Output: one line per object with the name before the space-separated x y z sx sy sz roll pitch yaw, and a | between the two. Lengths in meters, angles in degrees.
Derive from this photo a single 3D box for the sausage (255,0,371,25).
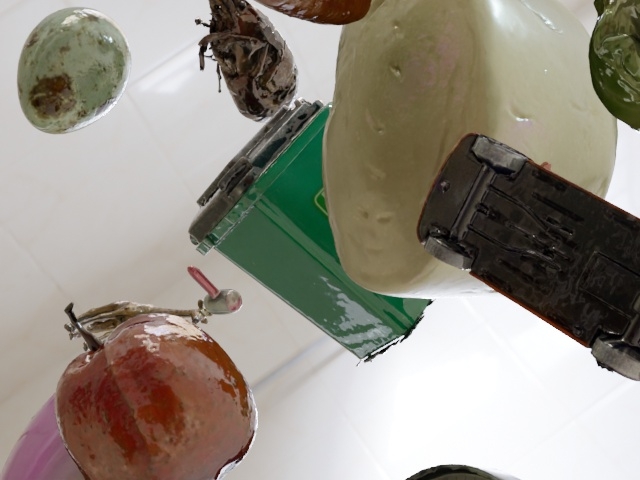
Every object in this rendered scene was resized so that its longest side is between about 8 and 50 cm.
sausage | -0.025 -0.274 1.081 0.103 0.076 0.302 46 20 19

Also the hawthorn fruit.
hawthorn fruit | -0.149 0.129 0.878 0.194 0.157 0.157 50 -6 5

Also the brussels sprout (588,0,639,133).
brussels sprout | 0.351 -0.196 0.966 0.244 0.244 0.244 54 -6 8

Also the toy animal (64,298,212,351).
toy animal | -0.330 0.142 1.902 0.149 0.275 0.054 -107 -172 -76

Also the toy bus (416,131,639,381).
toy bus | 0.263 0.016 1.082 0.329 0.143 0.153 33 14 34

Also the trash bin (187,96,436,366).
trash bin | 0.000 0.000 1.684 0.381 0.259 0.295 44 -33 -4

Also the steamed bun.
steamed bun | 0.201 -0.151 1.371 0.289 0.456 0.371 -2 -5 39

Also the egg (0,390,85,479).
egg | -0.210 0.235 1.029 0.196 0.271 0.196 21 -38 18

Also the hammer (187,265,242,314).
hammer | -0.133 0.058 1.267 0.052 0.031 0.083 -9 -46 40

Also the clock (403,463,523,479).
clock | 0.158 0.414 1.223 0.061 0.313 0.312 25 16 -40

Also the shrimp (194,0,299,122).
shrimp | -0.141 -0.323 1.696 0.343 0.145 0.116 57 -1 -41

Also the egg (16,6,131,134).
egg | -0.388 -0.261 1.640 0.169 0.169 0.231 61 36 -43
